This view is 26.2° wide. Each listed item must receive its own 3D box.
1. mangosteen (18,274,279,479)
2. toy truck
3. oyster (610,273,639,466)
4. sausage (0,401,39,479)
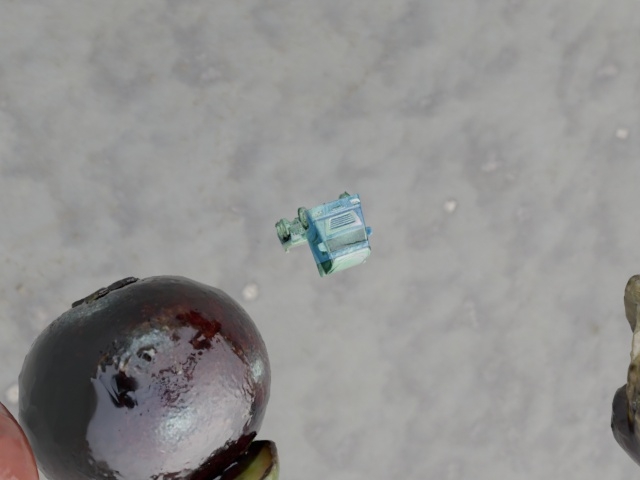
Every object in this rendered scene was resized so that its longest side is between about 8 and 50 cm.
[{"bbox_3d":[-0.206,0.198,1.669,0.330,0.330,0.330,-14,116,-30],"label":"mangosteen"},{"bbox_3d":[0.000,0.000,1.541,0.067,0.175,0.081,-18,88,-19],"label":"toy truck"},{"bbox_3d":[0.200,0.084,0.591,0.107,0.161,0.233,-47,129,-1],"label":"oyster"},{"bbox_3d":[-0.319,0.186,1.162,0.148,0.254,0.148,-9,106,-32],"label":"sausage"}]
